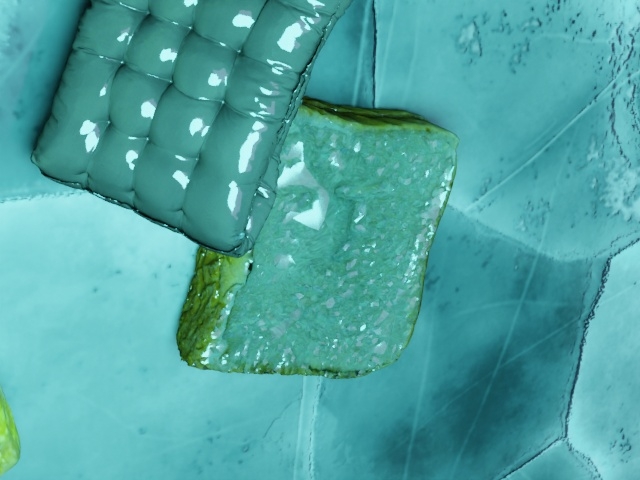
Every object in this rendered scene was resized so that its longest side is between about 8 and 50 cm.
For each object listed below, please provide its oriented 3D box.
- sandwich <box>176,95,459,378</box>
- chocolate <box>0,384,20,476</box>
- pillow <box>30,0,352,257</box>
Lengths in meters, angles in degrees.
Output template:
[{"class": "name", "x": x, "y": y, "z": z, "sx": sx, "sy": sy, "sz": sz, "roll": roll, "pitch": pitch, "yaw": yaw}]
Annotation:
[{"class": "sandwich", "x": 0.000, "y": 0.000, "z": 1.210, "sx": 0.271, "sy": 0.099, "sz": 0.301, "roll": 5, "pitch": 106, "yaw": -25}, {"class": "chocolate", "x": -0.376, "y": 0.039, "z": 0.991, "sx": 0.162, "sy": 0.162, "sz": 0.446, "roll": -26, "pitch": 121, "yaw": -16}, {"class": "pillow", "x": -0.106, "y": -0.168, "z": 1.034, "sx": 0.228, "sy": 0.101, "sz": 0.326, "roll": 24, "pitch": 98, "yaw": 5}]
